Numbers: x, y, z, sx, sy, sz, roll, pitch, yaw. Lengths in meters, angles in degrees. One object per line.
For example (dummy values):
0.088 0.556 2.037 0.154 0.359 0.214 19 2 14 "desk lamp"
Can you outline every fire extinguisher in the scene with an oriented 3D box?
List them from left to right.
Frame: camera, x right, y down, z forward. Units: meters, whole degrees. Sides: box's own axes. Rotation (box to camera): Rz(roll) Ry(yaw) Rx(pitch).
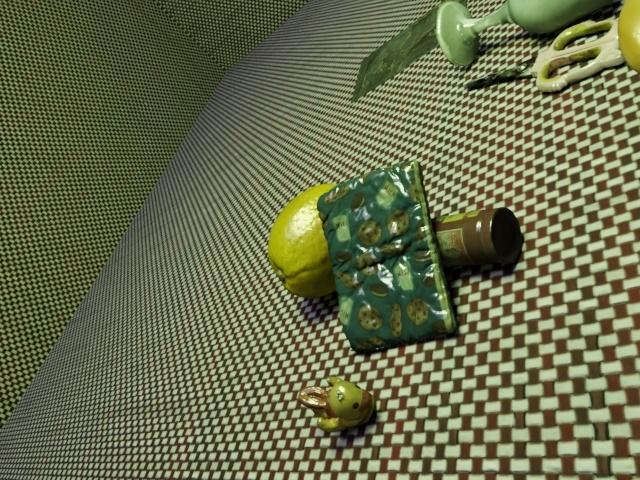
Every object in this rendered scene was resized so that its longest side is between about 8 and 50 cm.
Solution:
0.154 0.015 0.731 0.252 0.075 0.106 -8 38 50 "fire extinguisher"

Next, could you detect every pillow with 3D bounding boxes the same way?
0.087 0.025 0.727 0.188 0.034 0.256 -20 77 38 "pillow"

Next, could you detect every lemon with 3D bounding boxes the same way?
0.000 0.000 0.878 0.207 0.170 0.170 -48 27 -13 "lemon"

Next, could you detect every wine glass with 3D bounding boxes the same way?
0.370 -0.435 0.924 0.321 0.143 0.143 0 54 54 "wine glass"

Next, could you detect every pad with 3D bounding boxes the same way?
0.239 -0.537 1.375 0.367 0.007 0.248 -25 36 37 "pad"

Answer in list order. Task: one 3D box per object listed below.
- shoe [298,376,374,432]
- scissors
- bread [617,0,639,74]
0.020 0.223 0.678 0.109 0.069 0.072 -3 58 60 "shoe"
0.377 -0.307 0.875 0.317 0.024 0.160 3 57 56 "scissors"
0.482 -0.322 0.527 0.315 0.211 0.270 -43 13 2 "bread"
